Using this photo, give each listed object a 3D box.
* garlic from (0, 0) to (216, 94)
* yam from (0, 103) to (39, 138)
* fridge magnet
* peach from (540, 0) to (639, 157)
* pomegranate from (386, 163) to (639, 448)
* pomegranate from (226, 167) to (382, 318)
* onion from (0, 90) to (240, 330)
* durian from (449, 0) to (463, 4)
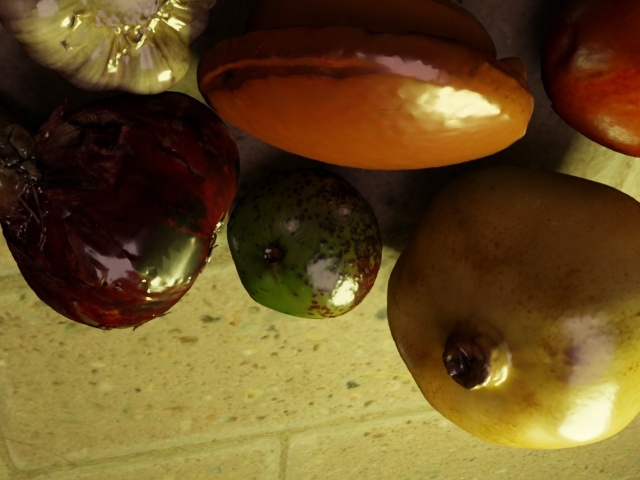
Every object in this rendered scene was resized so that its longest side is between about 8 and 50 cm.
[{"bbox_3d":[-0.205,-0.264,0.805,0.245,0.160,0.245,-11,117,-23],"label":"garlic"},{"bbox_3d":[-0.324,-0.081,1.015,0.066,0.066,0.300,-32,134,14],"label":"yam"},{"bbox_3d":[0.047,-0.164,0.906,0.363,0.155,0.363,6,172,1],"label":"fridge magnet"},{"bbox_3d":[0.408,-0.216,1.002,0.281,0.238,0.281,-10,177,-1],"label":"peach"},{"bbox_3d":[0.284,0.089,1.138,0.417,0.416,0.416,-10,136,-9],"label":"pomegranate"},{"bbox_3d":[0.000,0.000,1.128,0.248,0.214,0.214,-17,150,-53],"label":"pomegranate"},{"bbox_3d":[-0.203,-0.042,0.884,0.281,0.221,0.281,-9,107,-29],"label":"onion"},{"bbox_3d":[0.117,-0.329,0.846,0.159,0.146,0.198,-37,143,13],"label":"durian"}]
